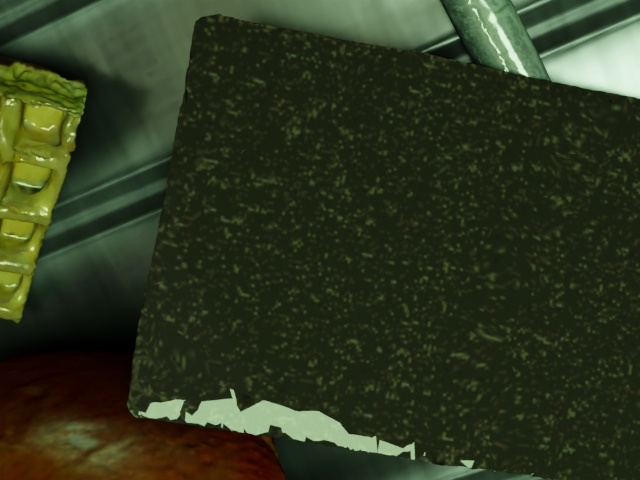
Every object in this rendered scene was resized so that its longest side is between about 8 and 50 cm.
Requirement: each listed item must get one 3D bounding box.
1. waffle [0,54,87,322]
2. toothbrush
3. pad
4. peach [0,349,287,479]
[{"bbox_3d":[-0.245,-0.018,0.543,0.161,0.055,0.210,15,120,-20],"label":"waffle"},{"bbox_3d":[0.044,-0.205,0.499,0.035,0.042,0.413,-29,100,14],"label":"toothbrush"},{"bbox_3d":[0.078,0.010,0.491,0.330,0.004,0.219,10,83,-6],"label":"pad"},{"bbox_3d":[-0.152,0.209,0.502,0.381,0.306,0.242,-5,110,15],"label":"peach"}]
